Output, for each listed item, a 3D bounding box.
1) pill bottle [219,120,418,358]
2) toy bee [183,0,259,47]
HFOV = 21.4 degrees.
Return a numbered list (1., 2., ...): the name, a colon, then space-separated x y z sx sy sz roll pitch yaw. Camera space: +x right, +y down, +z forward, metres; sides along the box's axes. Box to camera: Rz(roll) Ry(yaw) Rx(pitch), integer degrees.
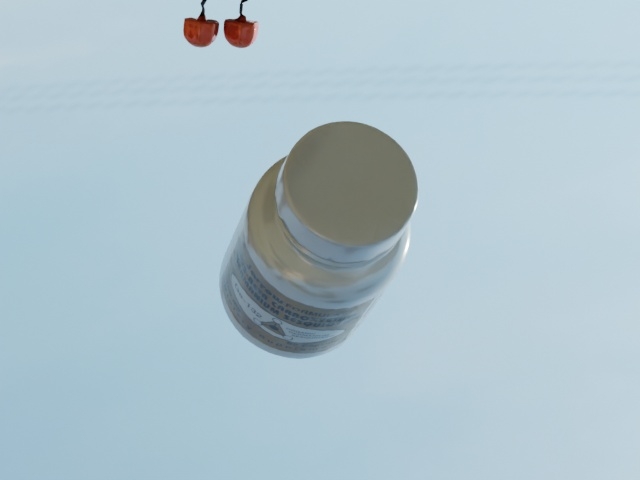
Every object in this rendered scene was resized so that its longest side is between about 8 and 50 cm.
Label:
1. pill bottle: 0.000 0.000 1.337 0.131 0.131 0.229 -26 166 -21
2. toy bee: -0.069 -0.206 1.008 0.195 0.162 0.298 11 -151 -5
